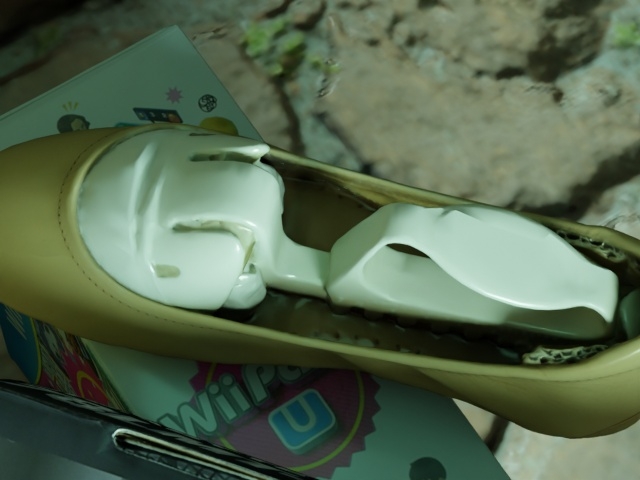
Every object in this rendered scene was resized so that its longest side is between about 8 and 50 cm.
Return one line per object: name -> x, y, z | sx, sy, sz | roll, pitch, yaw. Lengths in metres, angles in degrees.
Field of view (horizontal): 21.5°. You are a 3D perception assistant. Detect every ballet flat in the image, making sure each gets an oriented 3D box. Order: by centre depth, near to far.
ballet flat -> 0.000, 0.000, 0.510 | 0.232, 0.073, 0.080 | 11, 65, -1

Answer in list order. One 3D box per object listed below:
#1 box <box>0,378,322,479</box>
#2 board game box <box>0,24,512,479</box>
box -> -0.008, 0.215, 0.443 | 0.293, 0.073, 0.295 | 16, 84, 11
board game box -> -0.007, 0.103, 0.627 | 0.097, 0.224, 0.303 | -31, 73, -16
